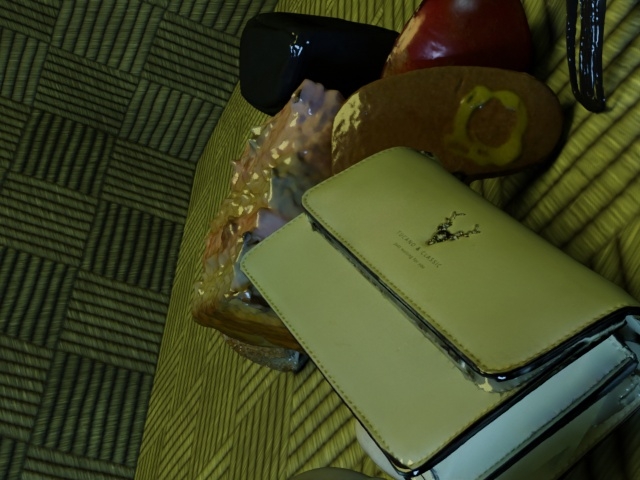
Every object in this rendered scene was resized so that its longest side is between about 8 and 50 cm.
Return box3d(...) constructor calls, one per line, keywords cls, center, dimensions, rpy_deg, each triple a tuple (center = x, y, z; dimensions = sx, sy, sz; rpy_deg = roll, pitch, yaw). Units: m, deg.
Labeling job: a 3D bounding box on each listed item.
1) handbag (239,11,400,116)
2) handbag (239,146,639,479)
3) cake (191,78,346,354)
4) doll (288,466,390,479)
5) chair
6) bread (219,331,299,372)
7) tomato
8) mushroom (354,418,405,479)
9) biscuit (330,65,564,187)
box3d(cls="handbag", center=(0.047, -0.234, 1.360), dimensions=(0.275, 0.302, 0.177), rpy_deg=(-134, 49, -62))
box3d(cls="handbag", center=(0.103, 0.065, 0.834), dimensions=(0.237, 0.160, 0.358), rpy_deg=(-36, 37, -6))
box3d(cls="cake", center=(0.000, 0.000, 1.256), dimensions=(0.314, 0.293, 0.306), rpy_deg=(-18, 52, 65))
box3d(cls="doll", center=(0.050, 0.335, 0.932), dimensions=(0.251, 0.221, 0.221), rpy_deg=(38, 112, 42))
box3d(cls="chair", center=(0.305, -0.243, 0.924), dimensions=(0.084, 0.102, 0.212), rpy_deg=(-113, 7, -67))
box3d(cls="bread", center=(-0.092, 0.122, 1.571), dimensions=(0.314, 0.192, 0.171), rpy_deg=(145, 141, -64))
box3d(cls="tomato", center=(0.182, -0.213, 1.125), dimensions=(0.200, 0.139, 0.233), rpy_deg=(-48, -20, -3))
box3d(cls="mushroom", center=(0.102, 0.200, 0.938), dimensions=(0.122, 0.154, 0.154), rpy_deg=(-56, 22, 32))
box3d(cls="biscuit", center=(0.140, -0.058, 1.033), dimensions=(0.052, 0.262, 0.277), rpy_deg=(-29, -61, -74))
